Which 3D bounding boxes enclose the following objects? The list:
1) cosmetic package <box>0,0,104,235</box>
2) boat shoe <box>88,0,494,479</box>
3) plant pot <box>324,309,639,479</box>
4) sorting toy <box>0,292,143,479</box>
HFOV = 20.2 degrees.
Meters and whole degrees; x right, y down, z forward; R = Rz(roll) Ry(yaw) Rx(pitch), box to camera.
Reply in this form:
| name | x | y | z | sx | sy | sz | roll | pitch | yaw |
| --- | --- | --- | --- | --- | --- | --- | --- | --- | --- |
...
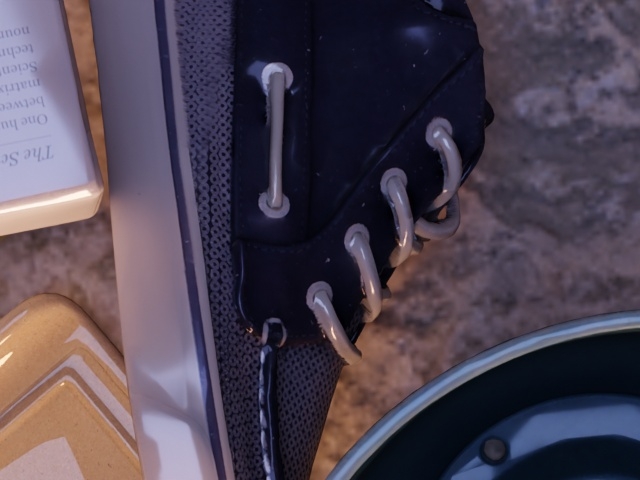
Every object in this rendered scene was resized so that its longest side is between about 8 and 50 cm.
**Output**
| name | x | y | z | sx | sy | sz | roll | pitch | yaw |
| --- | --- | --- | --- | --- | --- | --- | --- | --- | --- |
| cosmetic package | -0.216 | -0.098 | 0.694 | 0.224 | 0.138 | 0.224 | -11 | 87 | -9 |
| boat shoe | 0.000 | 0.000 | 0.731 | 0.158 | 0.127 | 0.340 | -8 | 81 | 0 |
| plant pot | 0.115 | 0.156 | 0.675 | 0.272 | 0.255 | 0.271 | 0 | 90 | 3 |
| sorting toy | -0.159 | 0.201 | 0.804 | 0.307 | 0.041 | 0.229 | -41 | 93 | 3 |
